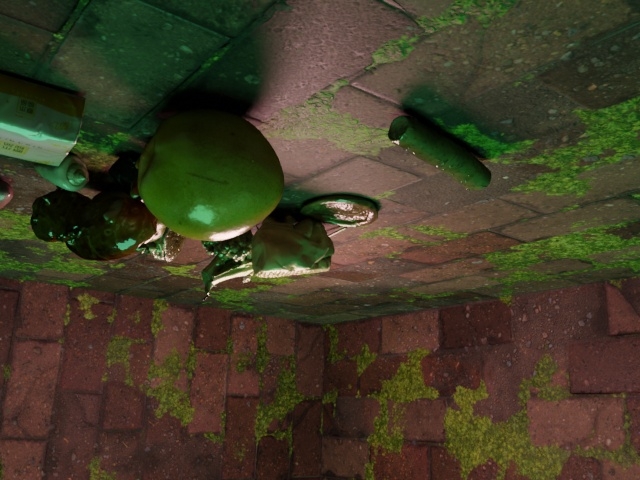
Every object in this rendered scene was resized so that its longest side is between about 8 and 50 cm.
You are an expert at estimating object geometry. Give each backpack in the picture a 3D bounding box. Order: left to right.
[{"bbox_3d":[-0.476,-0.164,1.726,0.120,0.105,0.165,15,159,44],"label":"backpack"}]

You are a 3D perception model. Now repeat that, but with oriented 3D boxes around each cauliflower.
[{"bbox_3d":[-0.324,0.072,2.245,0.239,0.315,0.256,50,158,-13],"label":"cauliflower"}]

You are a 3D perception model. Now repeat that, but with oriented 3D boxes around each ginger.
[{"bbox_3d":[-0.622,-0.047,1.740,0.419,0.176,0.254,-1,152,39],"label":"ginger"}]

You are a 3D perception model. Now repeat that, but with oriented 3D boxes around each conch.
[{"bbox_3d":[-0.689,-0.178,1.729,0.176,0.104,0.094,-3,120,32],"label":"conch"}]

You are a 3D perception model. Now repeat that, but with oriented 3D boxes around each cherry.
[{"bbox_3d":[-0.974,-0.138,1.921,0.126,0.086,0.106,-16,157,0],"label":"cherry"}]

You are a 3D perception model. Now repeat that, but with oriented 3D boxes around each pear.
[{"bbox_3d":[-0.247,-0.143,1.439,0.315,0.314,0.314,2,164,1],"label":"pear"}]

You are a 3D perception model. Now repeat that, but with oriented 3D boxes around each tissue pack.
[{"bbox_3d":[-0.645,-0.257,1.378,0.225,0.124,0.185,13,163,-32],"label":"tissue pack"}]

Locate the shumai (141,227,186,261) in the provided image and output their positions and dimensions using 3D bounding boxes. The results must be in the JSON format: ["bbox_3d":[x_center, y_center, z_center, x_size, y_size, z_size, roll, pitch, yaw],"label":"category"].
[{"bbox_3d":[-0.548,-0.021,2.209,0.142,0.184,0.184,23,169,14],"label":"shumai"}]

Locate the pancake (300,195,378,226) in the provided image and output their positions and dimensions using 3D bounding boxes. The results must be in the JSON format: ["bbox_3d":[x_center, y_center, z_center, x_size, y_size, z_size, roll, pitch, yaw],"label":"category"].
[{"bbox_3d":[0.064,-0.091,2.041,0.250,0.031,0.250,4,163,1],"label":"pancake"}]

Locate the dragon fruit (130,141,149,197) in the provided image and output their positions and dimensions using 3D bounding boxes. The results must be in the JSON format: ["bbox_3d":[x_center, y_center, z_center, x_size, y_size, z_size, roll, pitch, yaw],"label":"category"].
[{"bbox_3d":[-0.393,-0.180,1.608,0.150,0.208,0.133,43,173,35],"label":"dragon fruit"}]

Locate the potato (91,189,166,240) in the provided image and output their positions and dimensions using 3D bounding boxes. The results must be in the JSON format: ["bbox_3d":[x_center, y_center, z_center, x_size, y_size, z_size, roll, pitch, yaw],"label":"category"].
[{"bbox_3d":[-0.594,-0.076,1.968,0.252,0.159,0.174,19,130,-12],"label":"potato"}]

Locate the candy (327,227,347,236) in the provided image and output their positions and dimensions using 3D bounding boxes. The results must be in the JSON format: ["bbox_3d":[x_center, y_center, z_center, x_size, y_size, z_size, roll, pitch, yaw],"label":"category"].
[{"bbox_3d":[-0.001,-0.001,2.329,0.084,0.078,0.288,25,147,-28],"label":"candy"}]

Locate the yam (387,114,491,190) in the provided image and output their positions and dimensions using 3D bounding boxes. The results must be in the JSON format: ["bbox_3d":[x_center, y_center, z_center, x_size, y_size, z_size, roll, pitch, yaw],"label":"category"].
[{"bbox_3d":[0.290,-0.203,1.525,0.083,0.083,0.372,-11,158,39],"label":"yam"}]

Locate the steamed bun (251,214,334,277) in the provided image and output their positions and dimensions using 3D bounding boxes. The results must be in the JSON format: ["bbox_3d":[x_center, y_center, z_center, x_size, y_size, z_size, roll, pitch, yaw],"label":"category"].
[{"bbox_3d":[-0.087,0.013,2.144,0.289,0.203,0.276,-5,174,-20],"label":"steamed bun"}]
